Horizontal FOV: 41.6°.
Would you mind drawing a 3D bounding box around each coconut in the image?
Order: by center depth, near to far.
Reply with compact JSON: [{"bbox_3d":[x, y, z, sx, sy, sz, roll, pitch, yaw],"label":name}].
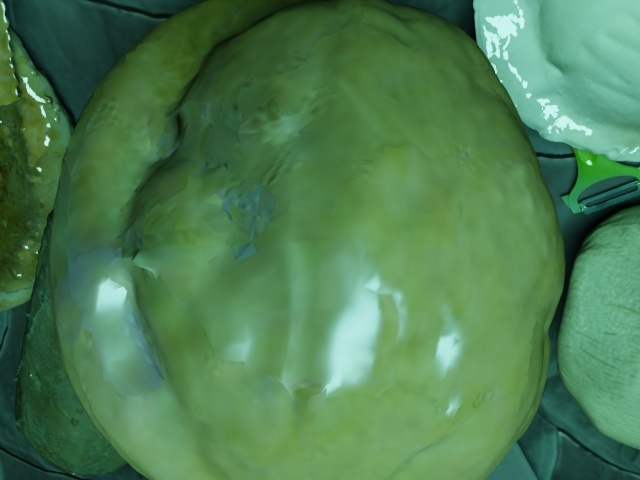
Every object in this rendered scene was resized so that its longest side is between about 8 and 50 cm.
[{"bbox_3d":[0.302,0.071,0.650,0.224,0.224,0.224,7,121,12],"label":"coconut"}]

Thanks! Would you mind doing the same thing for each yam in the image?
[{"bbox_3d":[-0.207,0.091,0.825,0.161,0.161,0.268,24,123,1],"label":"yam"}]

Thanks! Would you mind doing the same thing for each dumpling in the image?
[{"bbox_3d":[0.207,-0.140,0.592,0.216,0.126,0.166,36,116,-26],"label":"dumpling"}]

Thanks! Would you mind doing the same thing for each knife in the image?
[{"bbox_3d":[0.208,-0.097,0.681,0.078,0.022,0.166,-24,112,21],"label":"knife"}]

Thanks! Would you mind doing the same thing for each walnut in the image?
[{"bbox_3d":[-0.004,0.015,0.599,0.384,0.383,0.383,7,121,12],"label":"walnut"}]

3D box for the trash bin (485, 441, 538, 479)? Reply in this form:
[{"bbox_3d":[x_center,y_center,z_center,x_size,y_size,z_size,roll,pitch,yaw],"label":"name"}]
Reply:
[{"bbox_3d":[0.131,0.294,0.814,0.296,0.256,0.367,-18,105,26],"label":"trash bin"}]

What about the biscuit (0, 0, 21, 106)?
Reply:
[{"bbox_3d":[-0.378,-0.196,0.723,0.237,0.013,0.232,2,113,8],"label":"biscuit"}]

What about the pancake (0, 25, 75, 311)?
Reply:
[{"bbox_3d":[-0.402,-0.081,0.831,0.383,0.071,0.382,6,119,11],"label":"pancake"}]
